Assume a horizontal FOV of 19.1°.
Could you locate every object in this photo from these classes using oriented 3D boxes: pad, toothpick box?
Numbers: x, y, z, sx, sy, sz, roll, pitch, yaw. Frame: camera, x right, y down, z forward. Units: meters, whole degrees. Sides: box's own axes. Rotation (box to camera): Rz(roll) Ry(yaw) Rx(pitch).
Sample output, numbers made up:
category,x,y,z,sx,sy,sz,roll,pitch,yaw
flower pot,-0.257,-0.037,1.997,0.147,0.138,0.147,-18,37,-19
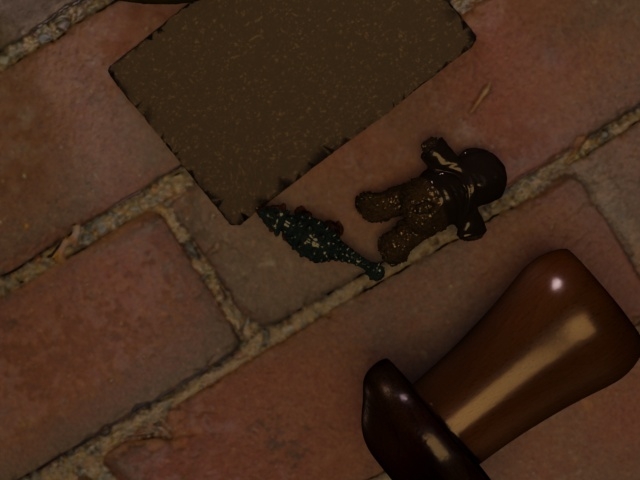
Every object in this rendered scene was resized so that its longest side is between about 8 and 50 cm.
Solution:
category,x,y,z,sx,sy,sz,roll,pitch,yaw
pad,-0.029,-0.193,1.980,0.330,0.004,0.220,-37,100,7
toothpick box,0.183,0.151,1.972,0.294,0.192,0.192,-38,100,1

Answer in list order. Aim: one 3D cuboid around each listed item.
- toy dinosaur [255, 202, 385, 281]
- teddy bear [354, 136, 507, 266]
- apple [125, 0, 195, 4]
category,x,y,z,sx,sy,sz,roll,pitch,yaw
toy dinosaur,0.000,0.000,1.999,0.154,0.055,0.049,27,97,-4
teddy bear,0.119,-0.042,1.979,0.160,0.078,0.119,-28,98,6
apple,-0.158,-0.366,1.815,0.292,0.254,0.292,1,103,4
